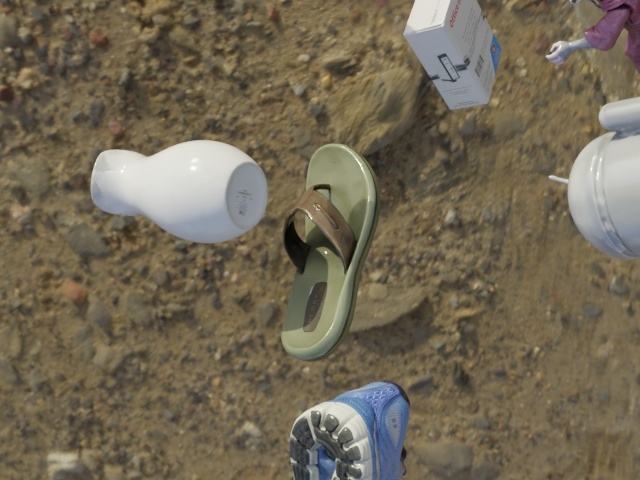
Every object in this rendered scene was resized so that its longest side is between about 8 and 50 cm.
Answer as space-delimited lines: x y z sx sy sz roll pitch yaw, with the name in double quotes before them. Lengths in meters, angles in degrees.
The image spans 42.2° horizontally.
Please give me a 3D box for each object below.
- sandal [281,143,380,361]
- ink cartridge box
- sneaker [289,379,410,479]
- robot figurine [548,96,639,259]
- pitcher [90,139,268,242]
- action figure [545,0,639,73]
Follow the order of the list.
"sandal" 0.001 0.001 1.054 0.120 0.302 0.086 -15 145 39
"ink cartridge box" 0.248 -0.366 1.528 0.086 0.148 0.203 -5 142 36
"sneaker" 0.035 0.286 0.960 0.130 0.147 0.330 42 136 26
"robot figurine" 0.518 -0.079 1.216 0.353 0.200 0.300 -11 113 46
"pitcher" -0.157 -0.062 1.056 0.207 0.178 0.125 7 92 34
"action figure" 0.606 -0.425 1.553 0.276 0.370 0.248 21 98 51
